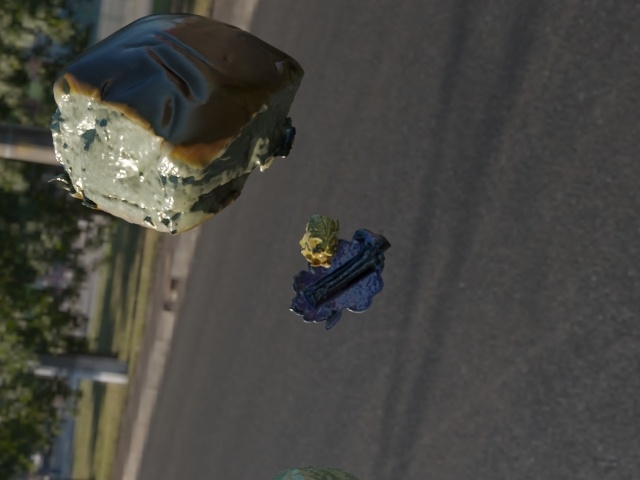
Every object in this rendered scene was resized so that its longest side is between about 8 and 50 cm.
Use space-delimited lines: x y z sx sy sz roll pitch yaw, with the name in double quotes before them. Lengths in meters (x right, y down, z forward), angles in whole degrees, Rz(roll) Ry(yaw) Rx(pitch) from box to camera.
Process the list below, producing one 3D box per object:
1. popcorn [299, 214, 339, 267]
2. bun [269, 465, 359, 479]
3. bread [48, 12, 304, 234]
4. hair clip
"popcorn" 0.000 0.000 1.853 0.083 0.057 0.082 -85 11 -59
"bun" 0.027 0.591 2.269 0.349 0.227 0.353 27 -134 -70
"bread" -0.170 -0.150 1.472 0.279 0.250 0.225 25 132 33
"hair clip" 0.036 0.061 1.936 0.124 0.195 0.052 48 170 20
